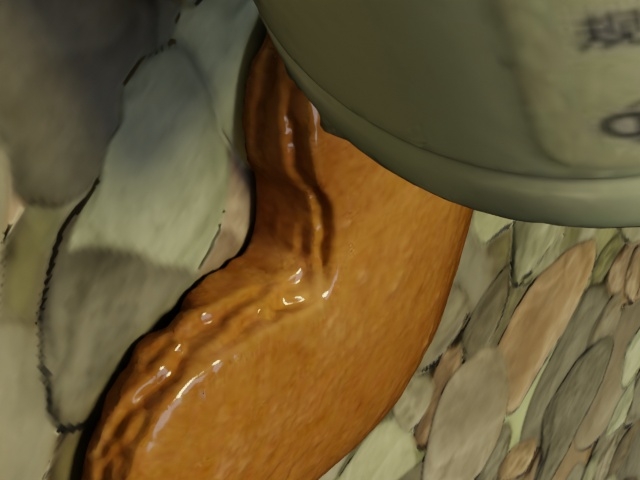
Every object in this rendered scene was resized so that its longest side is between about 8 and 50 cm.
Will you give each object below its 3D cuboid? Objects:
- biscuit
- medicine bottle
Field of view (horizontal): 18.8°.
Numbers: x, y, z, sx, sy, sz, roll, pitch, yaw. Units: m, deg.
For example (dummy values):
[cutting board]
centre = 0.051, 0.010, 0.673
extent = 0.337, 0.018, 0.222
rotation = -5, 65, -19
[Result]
[biscuit]
centre = 0.000, 0.000, 0.597
extent = 0.186, 0.036, 0.192
rotation = -26, 134, -53
[medicine bottle]
centre = 0.037, -0.157, 0.336
extent = 0.190, 0.190, 0.332
rotation = -58, 155, -16
